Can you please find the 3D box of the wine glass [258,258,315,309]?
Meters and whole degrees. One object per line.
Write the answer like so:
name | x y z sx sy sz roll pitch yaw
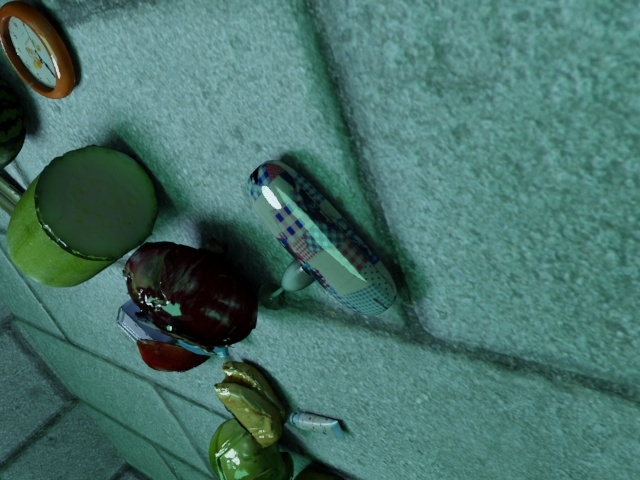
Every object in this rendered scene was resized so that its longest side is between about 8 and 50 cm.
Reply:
wine glass | -0.059 0.079 1.131 0.066 0.066 0.198 46 143 -2

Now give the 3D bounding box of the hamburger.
hamburger | -0.174 0.436 1.560 0.131 0.124 0.262 -21 115 32

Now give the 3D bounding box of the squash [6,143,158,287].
squash | -0.566 -0.046 1.332 0.384 0.263 0.263 -20 110 52

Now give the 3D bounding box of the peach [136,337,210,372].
peach | -0.428 0.335 1.628 0.189 0.068 0.279 -8 156 25

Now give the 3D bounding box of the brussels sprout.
brussels sprout | -0.207 0.646 1.688 0.294 0.227 0.259 102 144 -79

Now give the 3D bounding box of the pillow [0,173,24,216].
pillow | -1.008 -0.129 1.864 0.208 0.052 0.212 43 147 -1

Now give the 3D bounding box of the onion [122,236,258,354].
onion | -0.272 0.101 1.231 0.314 0.232 0.314 23 167 6

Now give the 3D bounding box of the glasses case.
glasses case | 0.000 0.000 0.977 0.327 0.076 0.125 46 146 -3

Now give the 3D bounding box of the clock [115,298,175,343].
clock | -0.546 0.280 1.797 0.193 0.073 0.144 43 145 3

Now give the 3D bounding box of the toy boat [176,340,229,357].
toy boat | -0.305 0.240 1.505 0.238 0.109 0.098 7 105 47

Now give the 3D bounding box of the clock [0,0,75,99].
clock | -0.590 -0.393 1.190 0.205 0.051 0.205 25 139 24

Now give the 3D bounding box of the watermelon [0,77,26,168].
watermelon | -0.873 -0.294 1.386 0.285 0.285 0.285 26 140 24

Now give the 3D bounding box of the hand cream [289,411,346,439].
hand cream | -0.010 0.480 1.493 0.171 0.043 0.065 0 122 42

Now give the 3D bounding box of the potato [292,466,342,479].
potato | -0.021 0.765 1.703 0.298 0.141 0.176 -21 103 52
